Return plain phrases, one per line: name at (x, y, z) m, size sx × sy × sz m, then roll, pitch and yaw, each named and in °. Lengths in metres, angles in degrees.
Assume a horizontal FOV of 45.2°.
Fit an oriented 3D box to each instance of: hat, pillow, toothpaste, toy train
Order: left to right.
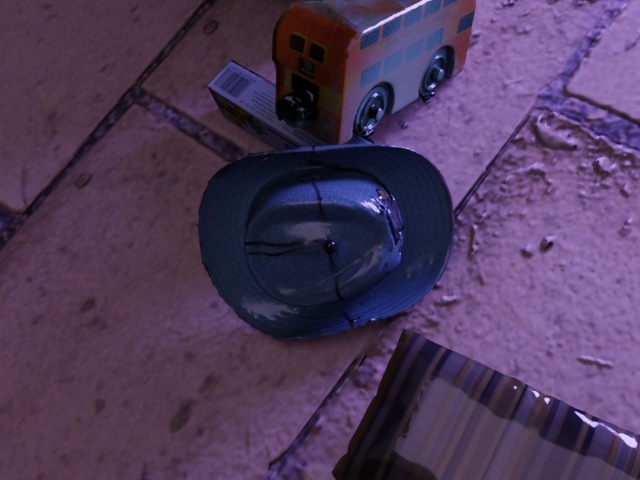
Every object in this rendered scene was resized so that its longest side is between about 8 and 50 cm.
toothpaste at (-0.023, -0.093, 0.627) m, size 0.164 × 0.046 × 0.034 m, roll 34°, pitch 75°, yaw 27°
hat at (0.000, 0.000, 0.533) m, size 0.190 × 0.078 × 0.138 m, roll -12°, pitch 101°, yaw 8°
toy train at (0.042, -0.143, 0.575) m, size 0.072 × 0.099 × 0.188 m, roll 34°, pitch 49°, yaw 25°
pillow at (0.119, 0.143, 0.474) m, size 0.203 × 0.038 × 0.113 m, roll 24°, pitch 79°, yaw 22°
